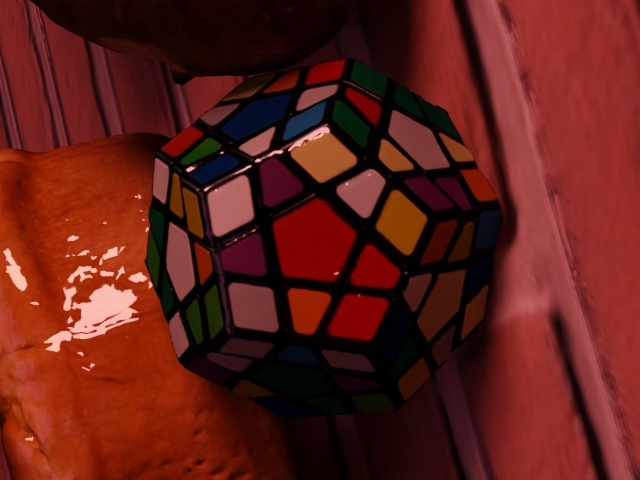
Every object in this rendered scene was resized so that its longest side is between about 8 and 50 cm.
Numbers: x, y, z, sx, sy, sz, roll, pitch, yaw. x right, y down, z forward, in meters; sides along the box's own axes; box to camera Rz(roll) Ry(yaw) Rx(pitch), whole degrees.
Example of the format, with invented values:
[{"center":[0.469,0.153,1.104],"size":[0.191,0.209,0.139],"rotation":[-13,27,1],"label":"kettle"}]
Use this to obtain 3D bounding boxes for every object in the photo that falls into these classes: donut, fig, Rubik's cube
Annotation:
[{"center":[-0.080,0.058,0.799],"size":[0.226,0.114,0.226],"rotation":[163,90,-88],"label":"donut"},{"center":[-0.044,-0.105,0.736],"size":[0.245,0.149,0.149],"rotation":[85,168,-71],"label":"fig"},{"center":[0.000,0.000,0.667],"size":[0.112,0.133,0.133],"rotation":[61,164,-24],"label":"Rubik's cube"}]
